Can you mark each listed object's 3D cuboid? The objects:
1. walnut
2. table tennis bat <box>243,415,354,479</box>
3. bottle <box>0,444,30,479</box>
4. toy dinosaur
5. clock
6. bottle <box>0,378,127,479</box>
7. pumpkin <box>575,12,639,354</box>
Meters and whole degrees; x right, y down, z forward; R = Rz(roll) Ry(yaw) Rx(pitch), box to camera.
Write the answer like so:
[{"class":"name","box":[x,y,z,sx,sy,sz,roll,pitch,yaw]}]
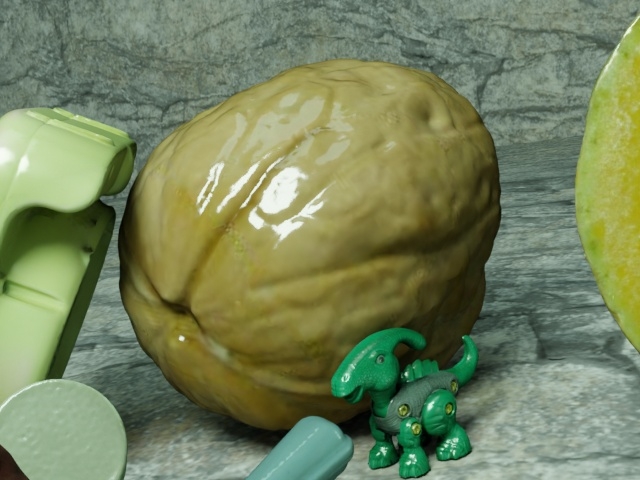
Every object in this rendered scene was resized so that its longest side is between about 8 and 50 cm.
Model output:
[{"class":"walnut","box":[0.002,0.001,0.846,0.252,0.277,0.313,14,26,40]},{"class":"table tennis bat","box":[-0.064,0.168,0.560,0.152,0.040,0.244,9,32,36]},{"class":"bottle","box":[-0.162,0.149,0.436,0.271,0.143,0.156,-4,-28,27]},{"class":"toy dinosaur","box":[0.064,0.101,0.738,0.132,0.096,0.059,-21,16,-38]},{"class":"clock","box":[-0.229,0.056,0.806,0.096,0.308,0.235,20,7,-8]},{"class":"bottle","box":[-0.146,0.131,0.607,0.072,0.072,0.201,-13,-16,-17]},{"class":"pumpkin","box":[0.331,-0.049,0.696,0.332,0.333,0.199,-7,6,15]}]
